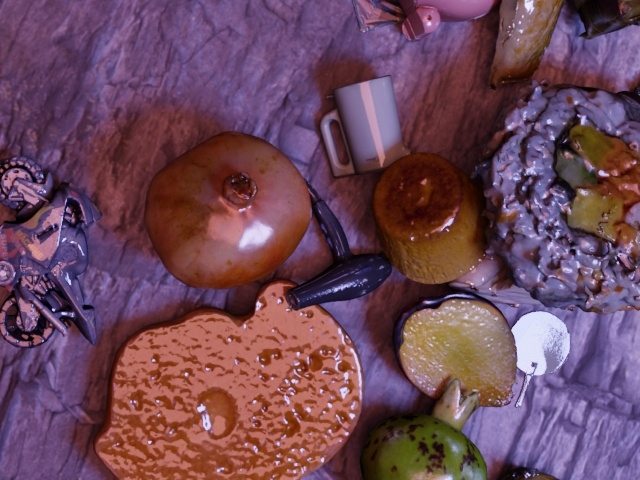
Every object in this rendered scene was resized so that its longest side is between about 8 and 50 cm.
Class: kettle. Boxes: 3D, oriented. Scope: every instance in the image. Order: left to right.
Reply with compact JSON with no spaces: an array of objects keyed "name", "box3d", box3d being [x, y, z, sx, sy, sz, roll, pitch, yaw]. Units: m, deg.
[{"name":"kettle","box3d":[0.071,-0.183,1.667,0.126,0.098,0.148,-15,99,-11]}]

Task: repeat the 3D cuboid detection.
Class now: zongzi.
[{"name":"zongzi","box3d":[0.517,-0.501,1.693,0.288,0.134,0.286,-22,92,-18]}]

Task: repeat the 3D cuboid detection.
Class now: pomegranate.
[{"name":"pomegranate","box3d":[-0.139,-0.047,1.564,0.252,0.270,0.229,-25,88,-12]},{"name":"pomegranate","box3d":[0.177,0.354,1.671,0.211,0.211,0.263,34,66,-8]}]

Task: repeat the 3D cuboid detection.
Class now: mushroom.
[{"name":"mushroom","box3d":[0.355,0.028,1.697,0.285,0.156,0.151,5,75,1]}]

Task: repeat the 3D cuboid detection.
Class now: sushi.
[{"name":"sushi","box3d":[0.414,-0.066,1.592,0.417,0.176,0.418,10,61,-18]}]

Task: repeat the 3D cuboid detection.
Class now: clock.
[{"name":"clock","box3d":[0.217,-0.464,1.636,0.241,0.142,0.227,-25,96,-8]}]

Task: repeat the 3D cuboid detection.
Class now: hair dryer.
[{"name":"hair dryer","box3d":[0.000,0.000,1.676,0.195,0.075,0.219,-18,77,-34]}]

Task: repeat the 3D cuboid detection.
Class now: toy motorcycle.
[{"name":"toy motorcycle","box3d":[-0.428,0.019,1.617,0.173,0.108,0.307,-3,96,-12]}]

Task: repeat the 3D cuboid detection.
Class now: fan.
[{"name":"fan","box3d":[0.367,0.207,1.772,0.113,0.005,0.175,18,92,-8]}]

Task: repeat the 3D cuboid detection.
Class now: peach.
[{"name":"peach","box3d":[0.229,0.178,1.714,0.189,0.068,0.279,-37,118,8]}]

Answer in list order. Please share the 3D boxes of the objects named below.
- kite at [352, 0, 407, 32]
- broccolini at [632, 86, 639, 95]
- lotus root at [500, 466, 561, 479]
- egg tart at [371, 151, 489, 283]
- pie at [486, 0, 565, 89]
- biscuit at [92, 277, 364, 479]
[{"name":"kite","box3d":[0.146,-0.481,1.698,0.335,0.011,0.314,32,90,-8]},{"name":"broccolini","box3d":[0.594,-0.317,1.755,0.042,0.044,0.218,31,84,7]},{"name":"lotus root","box3d":[0.398,0.470,1.733,0.241,0.124,0.123,34,89,-6]},{"name":"egg tart","box3d":[0.174,-0.044,1.625,0.202,0.147,0.203,-6,69,16]},{"name":"pie","box3d":[0.336,-0.370,1.640,0.128,0.068,0.282,-17,133,-39]},{"name":"biscuit","box3d":[-0.147,0.272,1.681,0.455,0.078,0.350,-20,93,-6]}]
